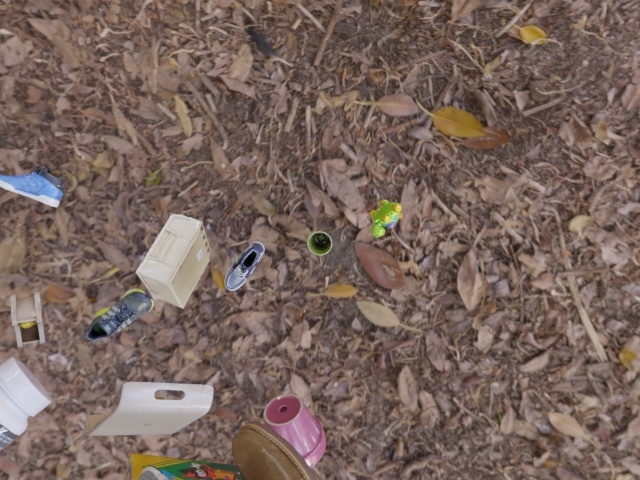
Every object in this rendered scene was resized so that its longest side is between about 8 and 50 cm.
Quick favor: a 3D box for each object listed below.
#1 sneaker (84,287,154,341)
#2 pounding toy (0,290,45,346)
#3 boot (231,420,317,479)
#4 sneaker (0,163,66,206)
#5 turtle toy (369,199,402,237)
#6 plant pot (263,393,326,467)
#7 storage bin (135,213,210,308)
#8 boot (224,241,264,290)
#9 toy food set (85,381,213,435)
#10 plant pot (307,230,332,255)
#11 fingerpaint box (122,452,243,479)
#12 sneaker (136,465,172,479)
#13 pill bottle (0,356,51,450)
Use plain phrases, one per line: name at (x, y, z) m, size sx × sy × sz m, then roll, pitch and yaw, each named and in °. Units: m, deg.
sneaker at (-0.716, 0.277, 1.789) m, size 0.299 × 0.121 × 0.111 m, roll -33°, pitch 109°, yaw 21°
pounding toy at (-0.948, 0.253, 1.562) m, size 0.154 × 0.269 × 0.154 m, roll -5°, pitch 80°, yaw -29°
boot at (-0.051, 0.352, 0.596) m, size 0.115 × 0.305 × 0.112 m, roll -9°, pitch 130°, yaw -34°
sneaker at (-0.667, -0.142, 1.152) m, size 0.152 × 0.058 × 0.085 m, roll 22°, pitch 83°, yaw -16°
turtle toy at (0.203, -0.068, 1.571) m, size 0.130 × 0.095 × 0.066 m, roll -46°, pitch 120°, yaw -8°
plant pot at (-0.097, 0.601, 1.600) m, size 0.201 × 0.201 × 0.180 m, roll -10°, pitch 119°, yaw 10°
storage bin at (-0.513, 0.076, 1.807) m, size 0.123 × 0.261 × 0.262 m, roll 20°, pitch 154°, yaw 6°
boot at (-0.247, 0.087, 1.569) m, size 0.069 × 0.086 × 0.190 m, roll 34°, pitch 103°, yaw -4°
toy food set at (-0.438, 0.420, 1.270) m, size 0.219 × 0.093 × 0.306 m, roll 14°, pitch 141°, yaw -34°
plant pot at (0.000, 0.000, 1.715) m, size 0.083 × 0.079 × 0.084 m, roll 1°, pitch 105°, yaw 4°
fingerpaint box at (-0.447, 0.899, 1.502) m, size 0.370 × 0.163 × 0.445 m, roll 17°, pitch 92°, yaw -22°
sneaker at (-0.316, 0.521, 0.949) m, size 0.228 × 0.132 × 0.086 m, roll -6°, pitch 110°, yaw 45°
pill bottle at (-0.743, 0.396, 1.071) m, size 0.283 × 0.161 × 0.161 m, roll -40°, pitch 109°, yaw -25°
